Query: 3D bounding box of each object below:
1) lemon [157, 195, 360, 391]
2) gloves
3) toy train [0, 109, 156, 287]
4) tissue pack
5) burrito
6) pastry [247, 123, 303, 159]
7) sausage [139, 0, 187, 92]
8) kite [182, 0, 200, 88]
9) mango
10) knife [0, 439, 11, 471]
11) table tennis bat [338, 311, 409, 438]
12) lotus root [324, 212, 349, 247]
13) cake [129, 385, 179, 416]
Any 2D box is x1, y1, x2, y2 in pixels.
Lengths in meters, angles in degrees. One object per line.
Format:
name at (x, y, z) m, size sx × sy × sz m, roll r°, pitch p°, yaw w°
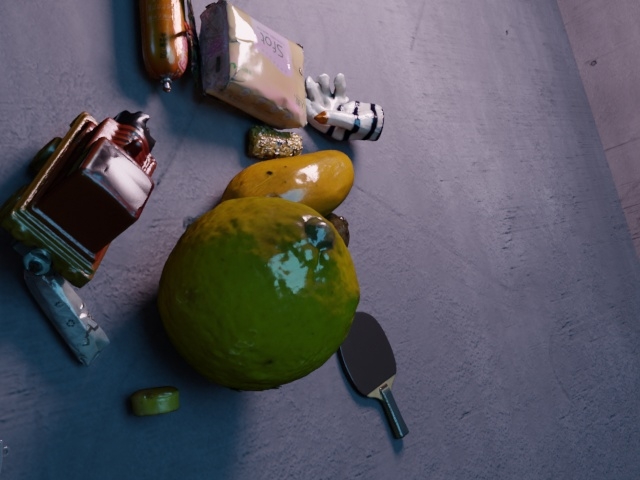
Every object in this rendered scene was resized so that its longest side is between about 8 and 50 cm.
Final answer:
lemon at (-0.104, 0.085, 1.445) m, size 0.350 × 0.387 × 0.349 m, roll 19°, pitch 48°, yaw -23°
gloves at (0.039, -0.304, 1.938) m, size 0.219 × 0.131 × 0.140 m, roll 11°, pitch 65°, yaw -9°
toy train at (-0.368, -0.080, 1.306) m, size 0.163 × 0.232 × 0.369 m, roll 46°, pitch 30°, yaw -24°
tissue pack at (-0.144, -0.365, 1.758) m, size 0.257 × 0.123 × 0.215 m, roll 21°, pitch 60°, yaw -51°
burrito at (-0.416, 0.113, 1.339) m, size 0.203 × 0.064 × 0.064 m, roll 58°, pitch 43°, yaw -13°
pastry at (-0.100, -0.209, 1.793) m, size 0.140 × 0.056 × 0.080 m, roll 8°, pitch 61°, yaw -37°
sausage at (-0.314, -0.443, 1.636) m, size 0.093 × 0.093 × 0.312 m, roll 8°, pitch 69°, yaw -44°
kite at (-0.261, -0.419, 1.654) m, size 0.189 × 0.009 × 0.232 m, roll -63°, pitch 147°, yaw -89°
mango at (-0.054, -0.107, 1.702) m, size 0.359 × 0.187 × 0.144 m, roll -23°, pitch 122°, yaw -37°
knife at (-0.473, 0.430, 1.159) m, size 0.123 × 0.053 × 0.278 m, roll -5°, pitch 79°, yaw -51°
table tennis bat at (0.128, 0.302, 1.845) m, size 0.173 × 0.022 × 0.301 m, roll -26°, pitch 92°, yaw -48°
lotus root at (0.000, 0.000, 1.770) m, size 0.209 × 0.120 × 0.120 m, roll -34°, pitch 100°, yaw -46°
cake at (-0.281, 0.272, 1.396) m, size 0.084 × 0.084 × 0.044 m, roll -1°, pitch 82°, yaw -46°
